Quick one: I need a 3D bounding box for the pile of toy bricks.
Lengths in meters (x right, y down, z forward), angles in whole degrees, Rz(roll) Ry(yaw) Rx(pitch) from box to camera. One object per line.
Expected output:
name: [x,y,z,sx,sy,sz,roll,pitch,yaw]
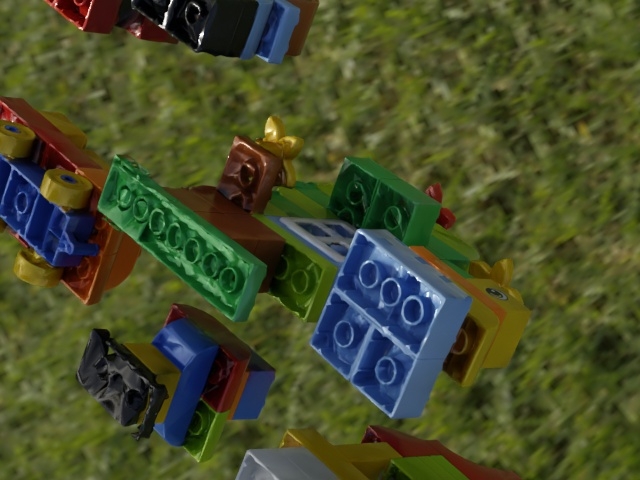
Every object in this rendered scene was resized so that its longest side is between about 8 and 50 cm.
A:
pile of toy bricks: [0.000,0.000,0.512,0.212,0.105,0.118,39,115,40]
